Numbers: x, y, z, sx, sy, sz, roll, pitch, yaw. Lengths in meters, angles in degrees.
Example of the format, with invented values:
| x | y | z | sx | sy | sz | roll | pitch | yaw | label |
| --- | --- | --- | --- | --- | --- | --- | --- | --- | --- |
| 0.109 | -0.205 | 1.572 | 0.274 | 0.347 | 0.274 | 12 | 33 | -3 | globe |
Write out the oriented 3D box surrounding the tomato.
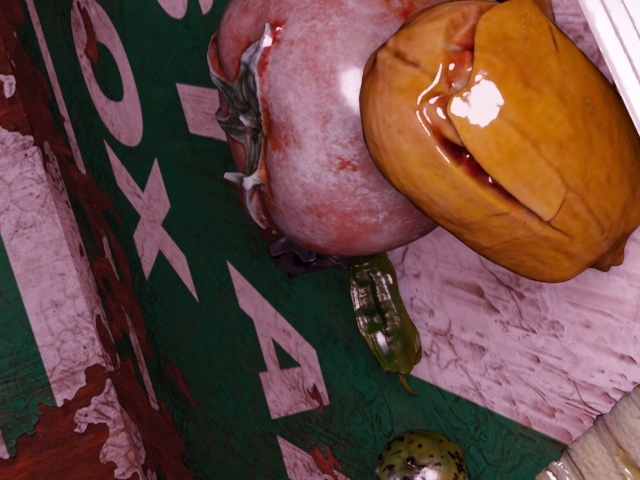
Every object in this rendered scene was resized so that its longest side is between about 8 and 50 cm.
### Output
| x | y | z | sx | sy | sz | roll | pitch | yaw | label |
| --- | --- | --- | --- | --- | --- | --- | --- | --- | --- |
| 0.028 | -0.139 | 1.562 | 0.317 | 0.283 | 0.316 | 164 | 90 | -71 | tomato |

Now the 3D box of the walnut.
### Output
| x | y | z | sx | sy | sz | roll | pitch | yaw | label |
| --- | --- | --- | --- | --- | --- | --- | --- | --- | --- |
| 0.176 | -0.077 | 1.360 | 0.336 | 0.209 | 0.209 | 43 | 173 | -33 | walnut |

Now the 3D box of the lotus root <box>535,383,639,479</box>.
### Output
| x | y | z | sx | sy | sz | roll | pitch | yaw | label |
| --- | --- | --- | --- | --- | --- | --- | --- | --- | --- |
| 0.335 | 0.287 | 1.456 | 0.260 | 0.149 | 0.267 | 55 | 137 | 19 | lotus root |

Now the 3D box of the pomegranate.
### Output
| x | y | z | sx | sy | sz | roll | pitch | yaw | label |
| --- | --- | --- | --- | --- | --- | --- | --- | --- | --- |
| 0.137 | 0.307 | 1.962 | 0.122 | 0.122 | 0.161 | 40 | 173 | 49 | pomegranate |

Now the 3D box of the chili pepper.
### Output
| x | y | z | sx | sy | sz | roll | pitch | yaw | label |
| --- | --- | --- | --- | --- | --- | --- | --- | --- | --- |
| 0.090 | 0.115 | 1.942 | 0.072 | 0.073 | 0.204 | -5 | 108 | 52 | chili pepper |

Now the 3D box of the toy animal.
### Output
| x | y | z | sx | sy | sz | roll | pitch | yaw | label |
| --- | --- | --- | --- | --- | --- | --- | --- | --- | --- |
| 0.002 | 0.002 | 2.049 | 0.117 | 0.121 | 0.210 | 19 | 168 | 3 | toy animal |

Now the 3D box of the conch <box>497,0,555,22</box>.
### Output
| x | y | z | sx | sy | sz | roll | pitch | yaw | label |
| --- | --- | --- | --- | --- | --- | --- | --- | --- | --- |
| 0.165 | -0.247 | 1.360 | 0.086 | 0.080 | 0.232 | 25 | 148 | 19 | conch |

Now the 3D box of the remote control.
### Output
| x | y | z | sx | sy | sz | roll | pitch | yaw | label |
| --- | --- | --- | --- | --- | --- | --- | --- | --- | --- |
| 0.275 | -0.126 | 1.274 | 0.277 | 0.055 | 0.103 | 67 | -168 | 5 | remote control |
